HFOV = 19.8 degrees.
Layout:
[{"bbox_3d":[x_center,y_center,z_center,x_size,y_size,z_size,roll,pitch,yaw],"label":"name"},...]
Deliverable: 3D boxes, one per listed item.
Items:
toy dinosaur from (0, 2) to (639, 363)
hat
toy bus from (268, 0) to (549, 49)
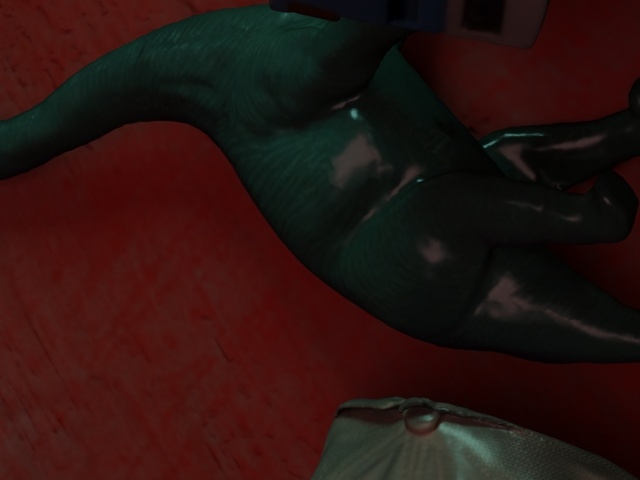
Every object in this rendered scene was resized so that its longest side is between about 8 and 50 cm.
[{"bbox_3d":[0.000,0.000,0.886,0.331,0.129,0.383,-41,82,33],"label":"toy dinosaur"},{"bbox_3d":[0.056,0.199,0.820,0.219,0.164,0.226,1,70,40],"label":"hat"},{"bbox_3d":[0.062,-0.230,0.741,0.131,0.106,0.297,15,71,7],"label":"toy bus"}]
